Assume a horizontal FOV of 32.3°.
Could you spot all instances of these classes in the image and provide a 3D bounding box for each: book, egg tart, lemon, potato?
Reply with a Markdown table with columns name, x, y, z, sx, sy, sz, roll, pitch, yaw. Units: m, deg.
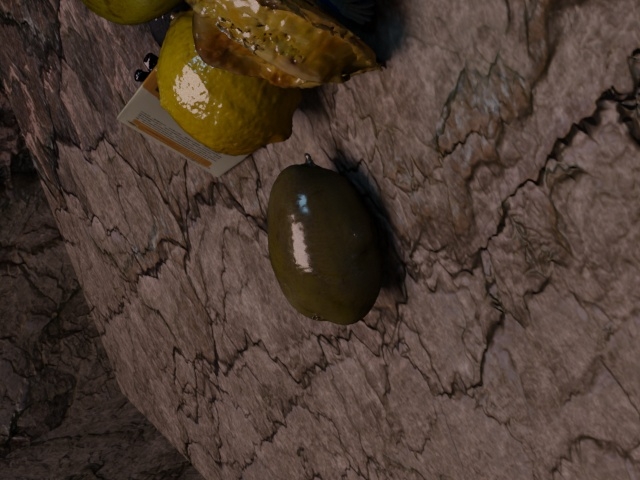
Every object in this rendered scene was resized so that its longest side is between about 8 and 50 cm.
| name | x | y | z | sx | sy | sz | roll | pitch | yaw |
| --- | --- | --- | --- | --- | --- | --- | --- | --- | --- |
| book | -0.211 | -0.187 | 1.800 | 0.208 | 0.020 | 0.295 | 30 | 162 | -15 |
| egg tart | -0.065 | -0.247 | 1.305 | 0.297 | 0.132 | 0.297 | 28 | -178 | -1 |
| lemon | -0.125 | -0.222 | 1.510 | 0.231 | 0.192 | 0.192 | 48 | 158 | -8 |
| potato | 0.000 | 0.000 | 1.543 | 0.174 | 0.159 | 0.251 | 6 | 114 | 35 |

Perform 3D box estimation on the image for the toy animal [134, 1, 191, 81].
| name | x | y | z | sx | sy | sz | roll | pitch | yaw |
| --- | --- | --- | --- | --- | --- | --- | --- | --- | --- |
| toy animal | -0.224 | -0.349 | 1.754 | 0.121 | 0.117 | 0.210 | 6 | 109 | 14 |

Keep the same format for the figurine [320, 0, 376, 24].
| name | x | y | z | sx | sy | sz | roll | pitch | yaw |
| --- | --- | --- | --- | --- | --- | --- | --- | --- | --- |
| figurine | -0.023 | -0.359 | 1.257 | 0.262 | 0.120 | 0.164 | 34 | -179 | 14 |

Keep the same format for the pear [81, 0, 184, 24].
| name | x | y | z | sx | sy | sz | roll | pitch | yaw |
| --- | --- | --- | --- | --- | --- | --- | --- | --- | --- |
| pear | -0.250 | -0.435 | 1.452 | 0.269 | 0.269 | 0.321 | 56 | 142 | 15 |
